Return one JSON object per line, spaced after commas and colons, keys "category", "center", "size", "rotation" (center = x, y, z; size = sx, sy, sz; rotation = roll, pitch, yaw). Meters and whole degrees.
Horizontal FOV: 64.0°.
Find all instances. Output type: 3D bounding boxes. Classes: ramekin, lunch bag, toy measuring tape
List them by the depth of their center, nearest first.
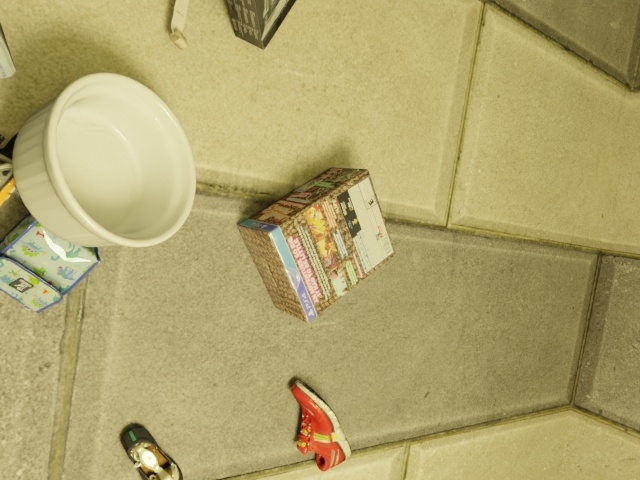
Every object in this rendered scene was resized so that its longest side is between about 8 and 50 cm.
{"category": "ramekin", "center": [-0.351, -0.119, 0.842], "size": [0.277, 0.135, 0.278], "rotation": [25, 60, -55]}
{"category": "lunch bag", "center": [-0.476, 0.037, 0.866], "size": [0.151, 0.096, 0.129], "rotation": [-43, 124, -2]}
{"category": "toy measuring tape", "center": [-0.192, -0.517, 0.953], "size": [0.121, 0.121, 0.331], "rotation": [13, 90, -37]}

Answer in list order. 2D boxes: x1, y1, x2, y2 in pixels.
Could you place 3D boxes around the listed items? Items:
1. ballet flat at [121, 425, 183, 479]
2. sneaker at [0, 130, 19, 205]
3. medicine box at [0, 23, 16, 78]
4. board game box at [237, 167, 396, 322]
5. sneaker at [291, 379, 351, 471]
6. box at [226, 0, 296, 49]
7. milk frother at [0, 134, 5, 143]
{"category": "ballet flat", "center": [-0.339, 0.467, 1.052], "size": [0.074, 0.074, 0.203], "rotation": [-37, 118, -25]}
{"category": "sneaker", "center": [-0.529, -0.095, 0.807], "size": [0.083, 0.084, 0.215], "rotation": [38, 76, -29]}
{"category": "medicine box", "center": [-0.559, -0.316, 0.591], "size": [0.289, 0.149, 0.264], "rotation": [-18, 93, -23]}
{"category": "board game box", "center": [0.000, 0.000, 1.174], "size": [0.291, 0.141, 0.232], "rotation": [-34, 116, -27]}
{"category": "sneaker", "center": [-0.014, 0.474, 1.276], "size": [0.118, 0.107, 0.279], "rotation": [-32, 114, -18]}
{"category": "box", "center": [-0.090, -0.543, 0.931], "size": [0.076, 0.307, 0.243], "rotation": [28, 77, 7]}
{"category": "milk frother", "center": [-0.563, -0.160, 0.726], "size": [0.143, 0.129, 0.135], "rotation": [-45, 108, -37]}
